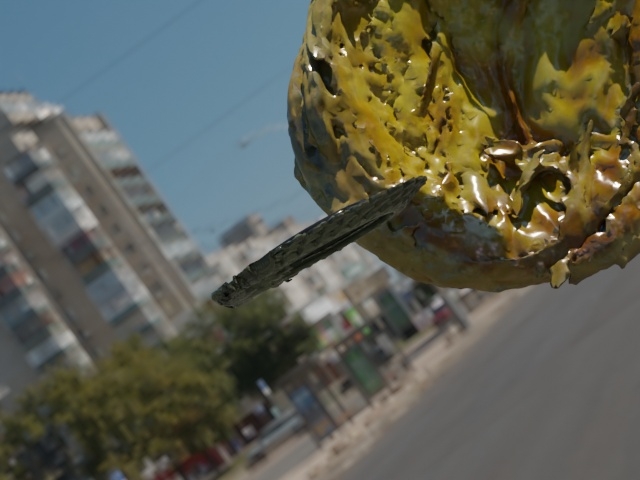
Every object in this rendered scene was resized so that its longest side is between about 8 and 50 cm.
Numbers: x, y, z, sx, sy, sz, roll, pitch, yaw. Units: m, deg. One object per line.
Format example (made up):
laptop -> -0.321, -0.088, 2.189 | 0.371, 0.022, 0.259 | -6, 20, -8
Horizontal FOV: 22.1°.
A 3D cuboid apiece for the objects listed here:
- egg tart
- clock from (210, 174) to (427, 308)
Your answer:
egg tart -> 0.093, -0.083, 0.890 | 0.232, 0.252, 0.098 | -19, -18, 2
clock -> 0.000, 0.000, 0.553 | 0.083, 0.010, 0.074 | -31, -6, 3
